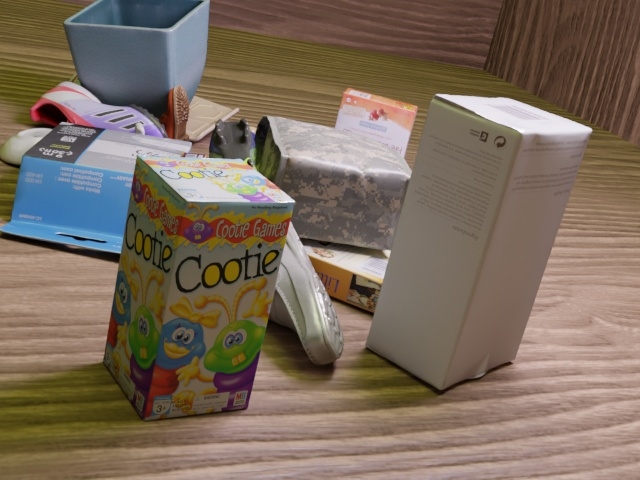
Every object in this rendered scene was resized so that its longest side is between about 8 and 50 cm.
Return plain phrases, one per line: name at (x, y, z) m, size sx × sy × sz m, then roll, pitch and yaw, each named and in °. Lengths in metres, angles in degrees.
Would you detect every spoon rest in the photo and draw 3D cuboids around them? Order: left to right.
spoon rest at (-0.480, -0.174, 1.828) m, size 0.276 × 0.084 × 0.137 m, roll -7°, pitch 24°, yaw -14°

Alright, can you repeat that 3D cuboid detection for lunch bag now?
lunch bag at (0.008, -0.114, 1.645) m, size 0.235 × 0.169 × 0.287 m, roll 8°, pitch 25°, yaw -13°

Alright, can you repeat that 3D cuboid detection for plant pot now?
plant pot at (-0.391, -0.389, 2.092) m, size 0.247 × 0.252 × 0.247 m, roll 6°, pitch 30°, yaw 12°

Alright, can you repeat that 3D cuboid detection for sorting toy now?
sorting toy at (-0.325, -0.293, 2.232) m, size 0.208 × 0.038 × 0.193 m, roll 17°, pitch 34°, yaw 18°

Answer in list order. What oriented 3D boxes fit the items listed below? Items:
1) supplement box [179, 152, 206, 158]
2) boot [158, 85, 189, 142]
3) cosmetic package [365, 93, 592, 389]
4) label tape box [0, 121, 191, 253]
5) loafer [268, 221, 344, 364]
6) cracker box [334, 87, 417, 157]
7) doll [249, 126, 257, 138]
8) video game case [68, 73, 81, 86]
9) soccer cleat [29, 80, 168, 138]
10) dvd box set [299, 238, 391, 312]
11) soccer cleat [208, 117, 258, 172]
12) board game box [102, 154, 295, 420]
supplement box at (-0.218, -0.101, 1.587) m, size 0.043 × 0.083 × 0.055 m, roll 6°, pitch 19°, yaw -2°
boot at (-0.325, -0.253, 2.000) m, size 0.084 × 0.158 × 0.059 m, roll 12°, pitch 21°, yaw 17°
cosmetic package at (0.223, -0.001, 1.351) m, size 0.156 × 0.385 × 0.217 m, roll 30°, pitch 23°, yaw 35°
label tape box at (-0.368, -0.094, 1.600) m, size 0.249 × 0.115 × 0.348 m, roll 9°, pitch 19°, yaw -2°
loafer at (-0.050, 0.083, 1.386) m, size 0.111 × 0.112 × 0.319 m, roll -26°, pitch 31°, yaw -2°
cracker box at (0.099, -0.185, 1.974) m, size 0.155 × 0.232 × 0.067 m, roll 16°, pitch 21°, yaw 6°
doll at (-0.147, -0.199, 2.123) m, size 0.129 × 0.046 × 0.189 m, roll 19°, pitch 25°, yaw -13°
video game case at (-0.490, -0.359, 2.358) m, size 0.285 × 0.025 × 0.204 m, roll 10°, pitch 20°, yaw -9°
soccer cleat at (-0.463, -0.239, 1.978) m, size 0.318 × 0.109 × 0.116 m, roll 24°, pitch 44°, yaw 21°
dvd box set at (0.000, 0.000, 1.670) m, size 0.420 × 0.062 × 0.307 m, roll 20°, pitch 21°, yaw 18°
soccer cleat at (-0.146, -0.089, 1.587) m, size 0.093 × 0.121 × 0.289 m, roll -1°, pitch 42°, yaw -2°
board game box at (-0.150, 0.053, 1.120) m, size 0.144 × 0.275 × 0.142 m, roll -1°, pitch 25°, yaw -34°
